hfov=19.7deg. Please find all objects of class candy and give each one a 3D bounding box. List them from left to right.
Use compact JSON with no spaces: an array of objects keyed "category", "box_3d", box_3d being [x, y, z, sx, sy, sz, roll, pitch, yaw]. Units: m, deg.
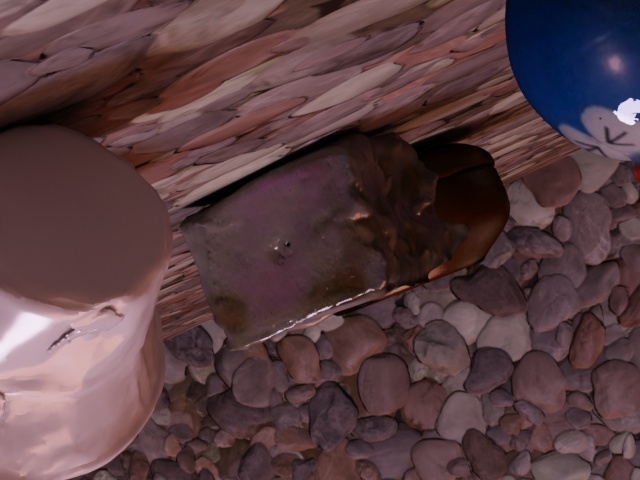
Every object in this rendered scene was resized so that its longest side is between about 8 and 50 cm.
[{"category":"candy","box_3d":[0.000,0.000,1.581,0.195,0.137,0.185,-24,176,25]}]

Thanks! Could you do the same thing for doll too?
[{"category":"doll","box_3d":[0.223,-0.134,1.025,0.257,0.161,0.215,-24,-169,-20]}]

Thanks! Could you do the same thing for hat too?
[{"category":"hat","box_3d":[-0.152,0.018,0.963,0.203,0.203,0.126,-20,155,-42]}]

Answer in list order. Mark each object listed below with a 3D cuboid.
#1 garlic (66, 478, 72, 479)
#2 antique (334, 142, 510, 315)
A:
[{"category":"garlic","box_3d":[-0.179,0.092,1.188,0.199,0.226,0.199,-19,172,-3]},{"category":"antique","box_3d":[0.067,-0.008,1.894,0.278,0.129,0.223,-20,177,-17]}]
